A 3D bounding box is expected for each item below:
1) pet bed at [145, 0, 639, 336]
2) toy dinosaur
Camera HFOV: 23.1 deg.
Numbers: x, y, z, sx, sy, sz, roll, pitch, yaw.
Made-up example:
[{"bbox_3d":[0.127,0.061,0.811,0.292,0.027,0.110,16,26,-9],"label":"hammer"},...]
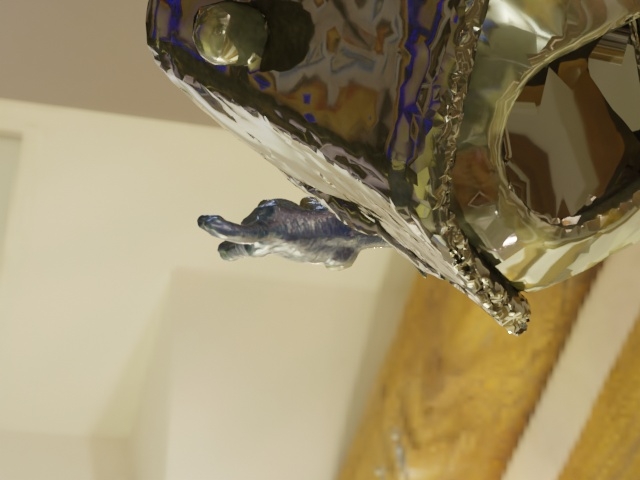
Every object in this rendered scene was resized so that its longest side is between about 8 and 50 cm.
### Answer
[{"bbox_3d":[0.037,-0.077,0.647,0.211,0.159,0.183,37,-32,45],"label":"pet bed"},{"bbox_3d":[0.000,0.000,1.381,0.188,0.247,0.075,-165,-94,-76],"label":"toy dinosaur"}]
